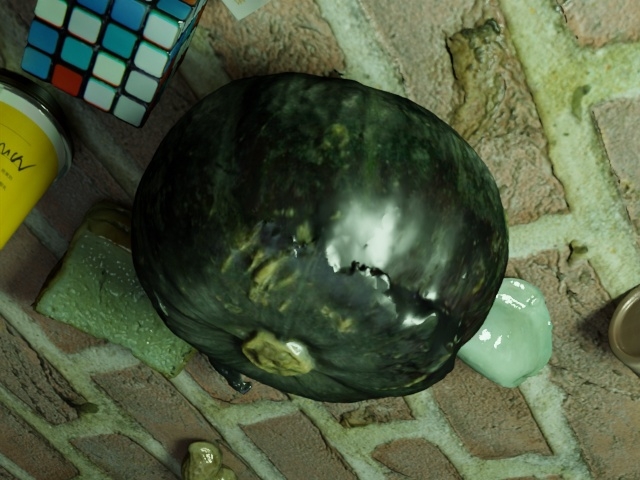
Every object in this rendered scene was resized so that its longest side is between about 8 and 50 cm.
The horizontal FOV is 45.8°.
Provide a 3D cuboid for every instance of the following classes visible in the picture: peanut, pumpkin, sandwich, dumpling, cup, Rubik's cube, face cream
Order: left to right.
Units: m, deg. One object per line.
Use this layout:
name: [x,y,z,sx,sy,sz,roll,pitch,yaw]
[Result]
cup: [-0.446,-0.078,0.975,0.196,0.280,0.196,6,139,5]
Rubik's cube: [-0.223,-0.251,0.853,0.151,0.154,0.155,26,131,-13]
sandwich: [-0.286,0.078,1.209,0.273,0.095,0.249,30,127,-15]
peanut: [-0.231,0.496,1.587,0.104,0.086,0.228,-12,128,9]
pumpkin: [0.000,0.000,0.912,0.454,0.344,0.454,13,150,8]
dumpling: [0.262,0.129,1.162,0.216,0.149,0.105,32,168,-10]
face cream: [0.501,0.138,1.076,0.104,0.149,0.149,37,128,-21]

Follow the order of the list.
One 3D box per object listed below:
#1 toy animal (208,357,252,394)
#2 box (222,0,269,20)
toy animal: [-0.096,0.154,1.249,0.121,0.094,0.225,43,127,-15]
box: [-0.096,-0.366,0.784,0.149,0.067,0.233,-24,123,28]
